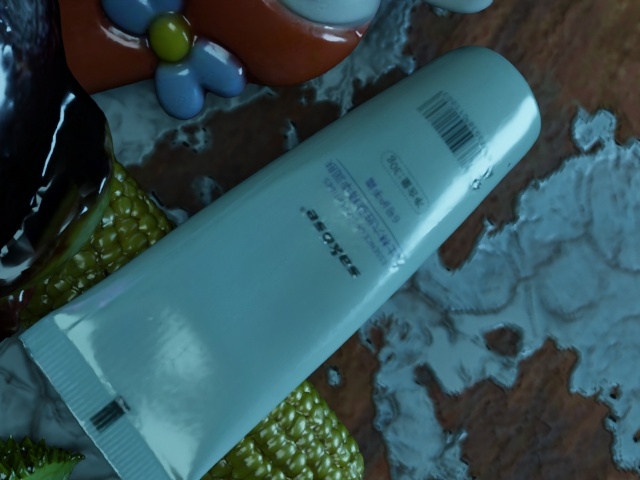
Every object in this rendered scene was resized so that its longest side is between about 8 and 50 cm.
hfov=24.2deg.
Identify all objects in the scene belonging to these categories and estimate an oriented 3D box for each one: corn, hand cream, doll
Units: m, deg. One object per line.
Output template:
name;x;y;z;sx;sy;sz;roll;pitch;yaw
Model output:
corn;-0.082;0.054;0.783;0.106;0.106;0.293;-45;100;-9
hand cream;0.000;0.000;0.769;0.320;0.067;0.109;-40;101;-31
doll;-0.030;-0.157;0.779;0.290;0.130;0.161;-15;92;2

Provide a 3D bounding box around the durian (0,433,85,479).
durian;-0.208;0.187;0.769;0.100;0.086;0.215;36;81;-25

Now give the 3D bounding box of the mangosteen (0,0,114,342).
mangosteen;-0.214;-0.044;0.596;0.287;0.233;0.288;-1;115;-3
